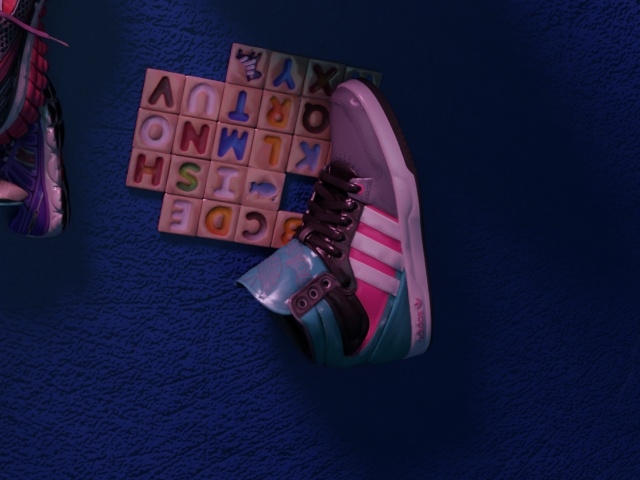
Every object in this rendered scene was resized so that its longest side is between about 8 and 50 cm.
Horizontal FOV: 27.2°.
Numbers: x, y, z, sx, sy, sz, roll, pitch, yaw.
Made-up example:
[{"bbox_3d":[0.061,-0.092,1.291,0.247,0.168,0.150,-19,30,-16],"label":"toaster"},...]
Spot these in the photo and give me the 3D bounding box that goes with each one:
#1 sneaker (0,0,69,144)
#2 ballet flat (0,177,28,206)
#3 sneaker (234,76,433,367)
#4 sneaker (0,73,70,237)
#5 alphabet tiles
[{"bbox_3d":[-0.289,-0.230,1.148,0.112,0.121,0.299,-5,103,-60],"label":"sneaker"},{"bbox_3d":[-0.354,-0.051,1.212,0.168,0.057,0.052,-5,92,3],"label":"ballet flat"},{"bbox_3d":[0.000,0.000,1.301,0.178,0.124,0.295,-17,108,-21],"label":"sneaker"},{"bbox_3d":[-0.277,-0.084,1.240,0.071,0.068,0.170,-3,101,-4],"label":"sneaker"},{"bbox_3d":[-0.068,-0.093,1.324,0.237,0.009,0.198,9,100,-18],"label":"alphabet tiles"}]
